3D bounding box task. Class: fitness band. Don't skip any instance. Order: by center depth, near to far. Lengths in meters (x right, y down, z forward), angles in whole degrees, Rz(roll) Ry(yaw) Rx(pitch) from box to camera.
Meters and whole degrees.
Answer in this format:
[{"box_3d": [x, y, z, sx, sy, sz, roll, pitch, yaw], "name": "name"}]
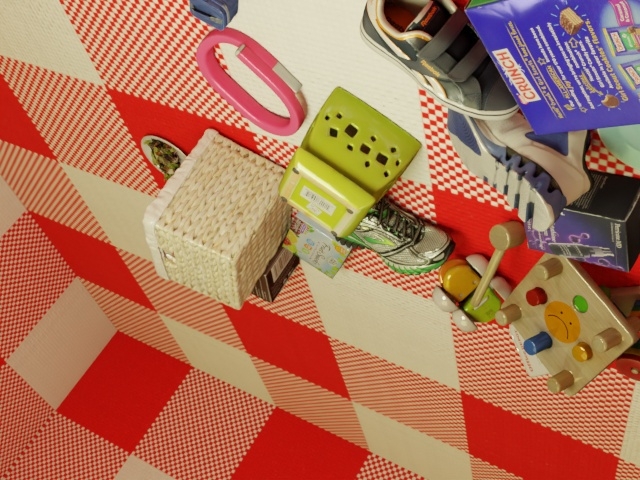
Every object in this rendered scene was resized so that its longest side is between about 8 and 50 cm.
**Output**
[{"box_3d": [-0.154, -0.349, 1.865, 0.291, 0.054, 0.209, 43, 153, -14], "name": "fitness band"}]

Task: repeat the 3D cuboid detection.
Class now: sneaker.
[{"box_3d": [0.209, -0.324, 1.413, 0.321, 0.126, 0.127, 32, 159, 8], "name": "sneaker"}, {"box_3d": [0.376, -0.168, 1.495, 0.315, 0.182, 0.127, 54, 163, 30], "name": "sneaker"}, {"box_3d": [0.156, -0.026, 1.964, 0.344, 0.134, 0.146, 19, 149, 29], "name": "sneaker"}]

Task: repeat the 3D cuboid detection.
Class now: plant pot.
[{"box_3d": [0.045, -0.152, 1.799, 0.228, 0.207, 0.227, 35, 154, 0], "name": "plant pot"}]

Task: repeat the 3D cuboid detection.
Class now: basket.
[{"box_3d": [-0.260, -0.044, 2.189, 0.266, 0.331, 0.328, 26, 153, 11], "name": "basket"}]

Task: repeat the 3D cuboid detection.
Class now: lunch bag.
[{"box_3d": [-0.225, -0.482, 1.708, 0.098, 0.065, 0.067, 29, 153, 10], "name": "lunch bag"}]

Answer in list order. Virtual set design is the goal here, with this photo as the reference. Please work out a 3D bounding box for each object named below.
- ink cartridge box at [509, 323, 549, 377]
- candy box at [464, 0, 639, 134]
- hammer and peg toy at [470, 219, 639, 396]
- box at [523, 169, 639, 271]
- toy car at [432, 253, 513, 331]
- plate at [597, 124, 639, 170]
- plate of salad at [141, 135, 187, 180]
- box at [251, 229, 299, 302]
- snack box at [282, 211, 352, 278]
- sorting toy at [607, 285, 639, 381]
[{"box_3d": [0.548, 0.234, 1.951, 0.139, 0.082, 0.191, 68, 154, 7], "name": "ink cartridge box"}, {"box_3d": [0.415, -0.301, 1.226, 0.317, 0.122, 0.268, 0, 139, 47], "name": "candy box"}, {"box_3d": [0.487, 0.133, 1.783, 0.361, 0.127, 0.266, 55, 145, 24], "name": "hammer and peg toy"}, {"box_3d": [0.498, -0.046, 1.572, 0.207, 0.108, 0.153, 15, 147, 34], "name": "box"}, {"box_3d": [0.355, 0.116, 1.996, 0.182, 0.159, 0.136, 44, -174, -21], "name": "toy car"}, {"box_3d": [0.554, -0.181, 1.378, 0.188, 0.024, 0.188, 27, 152, 16], "name": "plate"}, {"box_3d": [-0.442, -0.224, 2.407, 0.200, 0.048, 0.200, 27, 153, 15], "name": "plate of salad"}, {"box_3d": [-0.191, 0.043, 2.433, 0.203, 0.168, 0.167, 25, 153, 19], "name": "box"}, {"box_3d": [0.000, 0.000, 2.256, 0.174, 0.070, 0.207, 34, 155, 2], "name": "snack box"}, {"box_3d": [0.714, 0.213, 1.782, 0.255, 0.089, 0.257, 45, 151, -21], "name": "sorting toy"}]
